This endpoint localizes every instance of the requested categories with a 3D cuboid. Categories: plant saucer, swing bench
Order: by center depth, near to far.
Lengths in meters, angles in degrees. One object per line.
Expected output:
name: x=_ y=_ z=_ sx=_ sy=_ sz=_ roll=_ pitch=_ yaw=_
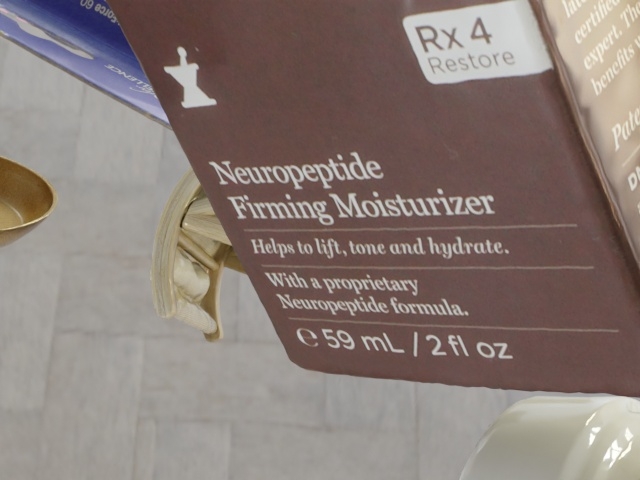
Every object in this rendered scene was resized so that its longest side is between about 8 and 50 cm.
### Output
plant saucer: x=-0.135 y=-0.013 z=0.534 sx=0.083 sy=0.015 sz=0.083 roll=10 pitch=22 yaw=-4
swing bench: x=0.000 y=0.000 z=1.304 sx=0.254 sy=0.253 sz=0.165 roll=1 pitch=82 yaw=4

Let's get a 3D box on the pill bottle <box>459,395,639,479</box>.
pill bottle: x=0.233 y=0.150 z=0.510 sx=0.363 sy=0.210 sz=0.210 roll=1 pitch=51 yaw=31

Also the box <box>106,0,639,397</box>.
box: x=0.054 y=-0.078 z=0.527 sx=0.168 sy=0.203 sz=0.167 roll=0 pitch=35 yaw=43

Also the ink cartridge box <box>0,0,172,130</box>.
ink cartridge box: x=-0.115 y=-0.162 z=1.007 sx=0.303 sy=0.072 sz=0.307 roll=29 pitch=15 yaw=15

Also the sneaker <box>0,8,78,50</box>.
sneaker: x=-0.396 y=-0.340 z=1.921 sx=0.131 sy=0.319 sz=0.112 roll=-1 pitch=64 yaw=31
